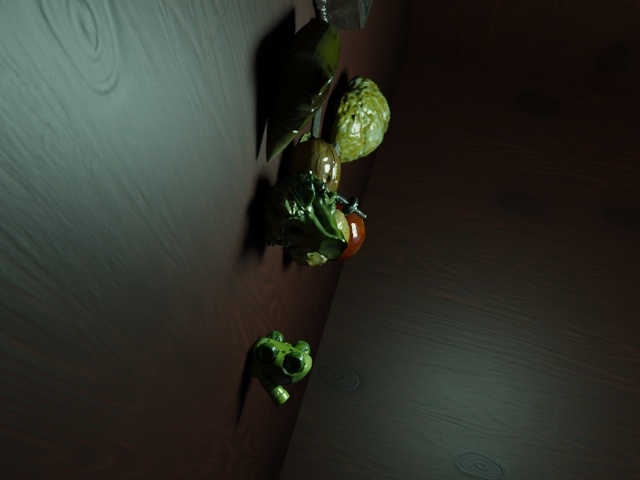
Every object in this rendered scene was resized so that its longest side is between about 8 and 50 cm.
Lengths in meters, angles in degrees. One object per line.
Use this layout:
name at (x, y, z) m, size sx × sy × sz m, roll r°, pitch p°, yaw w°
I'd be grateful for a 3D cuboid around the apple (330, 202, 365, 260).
apple at (0.058, -0.031, 2.488) m, size 0.230 × 0.229 × 0.230 m, roll 14°, pitch 90°, yaw -81°

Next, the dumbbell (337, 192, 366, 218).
dumbbell at (0.059, -0.151, 2.307) m, size 0.110 × 0.254 × 0.110 m, roll -46°, pitch -158°, yaw 26°

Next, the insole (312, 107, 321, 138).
insole at (-0.018, -0.349, 2.184) m, size 0.081 × 0.011 × 0.248 m, roll -65°, pitch 165°, yaw -60°

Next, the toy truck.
toy truck at (-0.143, 0.399, 2.108) m, size 0.211 × 0.187 × 0.148 m, roll -54°, pitch 180°, yaw 15°

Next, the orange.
orange at (0.141, -0.439, 2.426) m, size 0.271 × 0.210 × 0.369 m, roll 97°, pitch 14°, yaw -49°

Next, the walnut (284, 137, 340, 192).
walnut at (-0.023, -0.197, 1.939) m, size 0.167 × 0.167 × 0.207 m, roll -48°, pitch 150°, yaw -71°

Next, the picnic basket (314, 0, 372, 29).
picnic basket at (0.073, -0.707, 1.834) m, size 0.297 × 0.129 × 0.223 m, roll 64°, pitch 43°, yaw -75°

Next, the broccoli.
broccoli at (-0.039, -0.036, 1.791) m, size 0.248 × 0.246 × 0.288 m, roll -43°, pitch 138°, yaw 11°

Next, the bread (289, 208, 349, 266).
bread at (0.000, 0.000, 2.266) m, size 0.244 × 0.134 × 0.244 m, roll -39°, pitch -173°, yaw 6°

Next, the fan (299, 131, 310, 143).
fan at (-0.075, -0.188, 2.091) m, size 0.229 × 0.011 × 0.335 m, roll 70°, pitch 36°, yaw -74°

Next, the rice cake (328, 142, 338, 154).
rice cake at (-0.014, -0.222, 2.170) m, size 0.365 × 0.056 × 0.073 m, roll -62°, pitch 156°, yaw -51°

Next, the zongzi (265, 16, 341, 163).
zongzi at (-0.058, -0.371, 1.642) m, size 0.274 × 0.145 × 0.300 m, roll -73°, pitch -172°, yaw -50°

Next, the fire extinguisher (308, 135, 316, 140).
fire extinguisher at (-0.022, -0.308, 2.135) m, size 0.083 × 0.025 × 0.038 m, roll 80°, pitch 19°, yaw -69°
